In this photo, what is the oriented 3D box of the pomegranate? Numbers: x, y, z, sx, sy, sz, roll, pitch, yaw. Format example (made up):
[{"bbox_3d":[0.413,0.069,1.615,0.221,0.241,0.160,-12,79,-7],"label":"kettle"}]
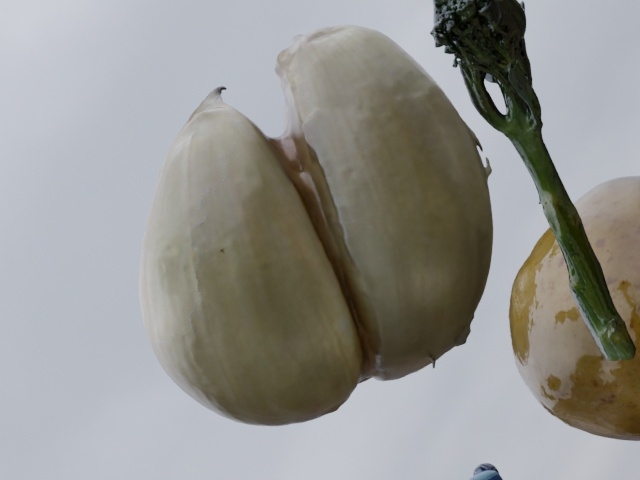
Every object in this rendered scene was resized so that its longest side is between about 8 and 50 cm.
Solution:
[{"bbox_3d":[0.218,0.052,1.245,0.196,0.196,0.196,-49,-20,-25],"label":"pomegranate"}]

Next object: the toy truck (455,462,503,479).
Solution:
[{"bbox_3d":[0.139,0.238,1.507,0.056,0.090,0.073,-23,-23,-40],"label":"toy truck"}]

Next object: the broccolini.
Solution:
[{"bbox_3d":[0.120,-0.040,1.045,0.071,0.057,0.254,-28,-67,-14],"label":"broccolini"}]

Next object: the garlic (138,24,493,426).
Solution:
[{"bbox_3d":[0.000,0.000,1.476,0.249,0.286,0.313,-85,-10,-64],"label":"garlic"}]
